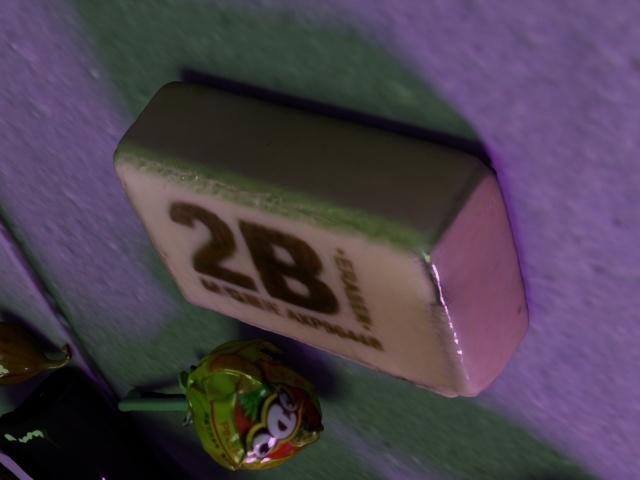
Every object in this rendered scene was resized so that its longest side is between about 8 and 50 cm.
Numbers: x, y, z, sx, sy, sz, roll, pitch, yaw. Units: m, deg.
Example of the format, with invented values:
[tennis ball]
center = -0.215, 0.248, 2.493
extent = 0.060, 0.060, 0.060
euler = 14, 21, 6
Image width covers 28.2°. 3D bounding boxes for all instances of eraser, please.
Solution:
[eraser]
center = 0.000, 0.000, 0.568
extent = 0.172, 0.058, 0.117
euler = 17, 146, 31

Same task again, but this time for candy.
[candy]
center = -0.080, 0.102, 0.814
extent = 0.262, 0.073, 0.077
euler = -12, 107, 62

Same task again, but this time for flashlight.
[flashlight]
center = -0.091, 0.267, 1.022
extent = 0.424, 0.103, 0.103
euler = 48, 149, -18

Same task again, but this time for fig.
[fig]
center = -0.223, 0.086, 0.958
extent = 0.083, 0.050, 0.050
euler = 2, 139, 18

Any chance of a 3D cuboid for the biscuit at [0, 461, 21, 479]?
[biscuit]
center = -0.195, 0.274, 1.021
extent = 0.351, 0.057, 0.312
euler = 23, 152, 51
